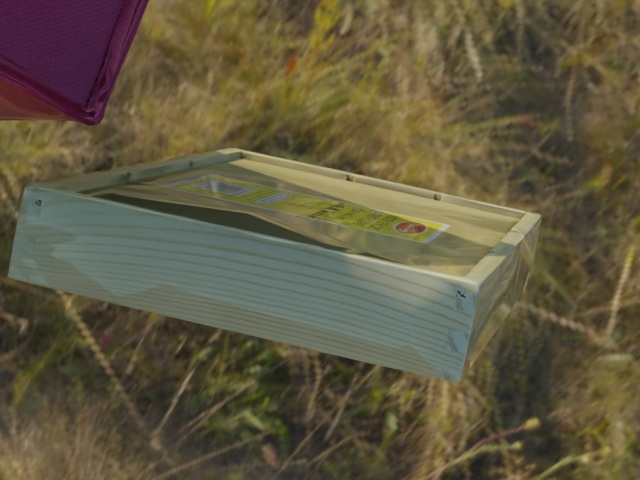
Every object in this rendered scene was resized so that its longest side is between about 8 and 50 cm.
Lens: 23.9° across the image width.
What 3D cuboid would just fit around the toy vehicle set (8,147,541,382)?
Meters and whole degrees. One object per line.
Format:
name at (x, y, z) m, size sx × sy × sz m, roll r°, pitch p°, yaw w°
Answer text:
toy vehicle set at (0.000, 0.000, 0.644) m, size 0.166 × 0.267 × 0.035 m, roll 13°, pitch 99°, yaw 12°

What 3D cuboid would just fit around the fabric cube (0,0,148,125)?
fabric cube at (-0.205, -0.210, 0.594) m, size 0.254 × 0.258 × 0.259 m, roll 31°, pitch 73°, yaw -37°
